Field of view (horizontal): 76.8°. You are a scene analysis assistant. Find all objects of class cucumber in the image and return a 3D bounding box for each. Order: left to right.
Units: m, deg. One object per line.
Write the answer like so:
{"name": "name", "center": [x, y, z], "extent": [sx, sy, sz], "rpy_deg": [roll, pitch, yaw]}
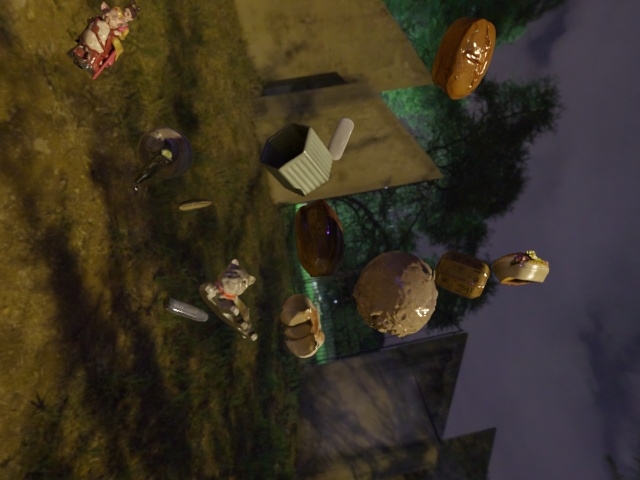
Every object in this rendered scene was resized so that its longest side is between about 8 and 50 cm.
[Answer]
{"name": "cucumber", "center": [-0.477, -0.199, 1.128], "extent": [0.043, 0.163, 0.039], "rpy_deg": [46, 28, -33]}

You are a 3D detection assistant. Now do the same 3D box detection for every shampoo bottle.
{"name": "shampoo bottle", "center": [-0.647, 0.337, 1.952], "extent": [0.234, 0.049, 0.087], "rpy_deg": [35, 11, -43]}

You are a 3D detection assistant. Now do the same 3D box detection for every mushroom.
{"name": "mushroom", "center": [-0.689, -0.388, 1.753], "extent": [0.243, 0.244, 0.243], "rpy_deg": [170, -90, -86]}

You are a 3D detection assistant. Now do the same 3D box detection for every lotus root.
{"name": "lotus root", "center": [-0.001, 0.004, 1.495], "extent": [0.193, 0.193, 0.290], "rpy_deg": [89, -5, -63]}

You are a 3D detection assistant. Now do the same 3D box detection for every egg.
{"name": "egg", "center": [0.240, 0.165, 1.290], "extent": [0.310, 0.279, 0.279], "rpy_deg": [-53, 136, -69]}

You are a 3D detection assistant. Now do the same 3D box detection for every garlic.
{"name": "garlic", "center": [-0.090, 0.391, 1.893], "extent": [0.185, 0.203, 0.280], "rpy_deg": [-19, 90, -67]}

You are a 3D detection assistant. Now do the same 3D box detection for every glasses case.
{"name": "glasses case", "center": [0.105, -0.551, 2.199], "extent": [0.059, 0.092, 0.233], "rpy_deg": [-57, 170, -73]}

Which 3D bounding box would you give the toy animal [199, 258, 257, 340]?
{"name": "toy animal", "center": [-0.321, 0.234, 1.576], "extent": [0.266, 0.308, 0.188], "rpy_deg": [-32, -158, 53]}

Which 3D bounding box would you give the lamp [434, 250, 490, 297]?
{"name": "lamp", "center": [0.538, 0.131, 1.542], "extent": [0.161, 0.185, 0.161], "rpy_deg": [-47, 150, -39]}

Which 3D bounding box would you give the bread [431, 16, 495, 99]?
{"name": "bread", "center": [0.513, -0.649, 1.443], "extent": [0.142, 0.196, 0.269], "rpy_deg": [48, -45, 36]}

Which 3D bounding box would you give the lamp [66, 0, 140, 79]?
{"name": "lamp", "center": [-0.628, -0.606, 1.186], "extent": [0.118, 0.253, 0.118], "rpy_deg": [44, 7, -7]}

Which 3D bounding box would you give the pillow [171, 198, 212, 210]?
{"name": "pillow", "center": [-0.436, -0.120, 1.360], "extent": [0.203, 0.113, 0.038], "rpy_deg": [6, -72, 63]}

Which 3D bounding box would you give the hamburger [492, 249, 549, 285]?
{"name": "hamburger", "center": [0.760, 0.107, 1.531], "extent": [0.173, 0.210, 0.116], "rpy_deg": [-21, -115, 52]}

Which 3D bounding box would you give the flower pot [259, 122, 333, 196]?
{"name": "flower pot", "center": [-0.089, -0.315, 1.569], "extent": [0.239, 0.209, 0.189], "rpy_deg": [27, -12, 44]}
